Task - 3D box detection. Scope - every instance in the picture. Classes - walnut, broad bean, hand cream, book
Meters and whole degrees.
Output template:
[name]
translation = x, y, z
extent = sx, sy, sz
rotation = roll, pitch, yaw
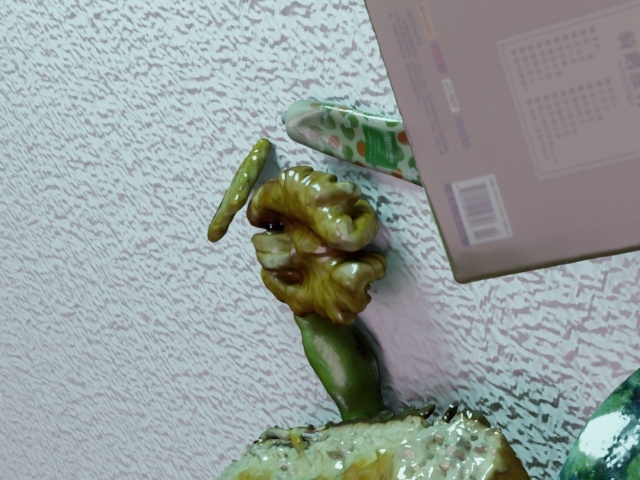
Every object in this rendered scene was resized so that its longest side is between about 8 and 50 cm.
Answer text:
[walnut]
translation = 0.000, 0.000, 1.329
extent = 0.170, 0.069, 0.143
rotation = 8, 113, 57
[broad bean]
translation = 0.031, 0.131, 1.383
extent = 0.214, 0.048, 0.070
rotation = 54, 134, 8
[hand cream]
translation = 0.030, -0.087, 1.276
extent = 0.165, 0.037, 0.057
rotation = 20, 126, 40
[book]
translation = 0.187, -0.098, 0.962
extent = 0.310, 0.021, 0.217
rotation = -12, 101, 35

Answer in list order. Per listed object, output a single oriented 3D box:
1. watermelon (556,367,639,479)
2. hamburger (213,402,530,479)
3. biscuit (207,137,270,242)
[watermelon]
translation = 0.258, 0.195, 1.028
extent = 0.202, 0.207, 0.136
rotation = 59, 176, -18
[hamburger]
translation = 0.030, 0.326, 1.294
extent = 0.287, 0.268, 0.445
rotation = 51, 148, -12
[biscuit]
translation = -0.075, -0.046, 1.403
extent = 0.018, 0.083, 0.081
rotation = 28, 143, -8
